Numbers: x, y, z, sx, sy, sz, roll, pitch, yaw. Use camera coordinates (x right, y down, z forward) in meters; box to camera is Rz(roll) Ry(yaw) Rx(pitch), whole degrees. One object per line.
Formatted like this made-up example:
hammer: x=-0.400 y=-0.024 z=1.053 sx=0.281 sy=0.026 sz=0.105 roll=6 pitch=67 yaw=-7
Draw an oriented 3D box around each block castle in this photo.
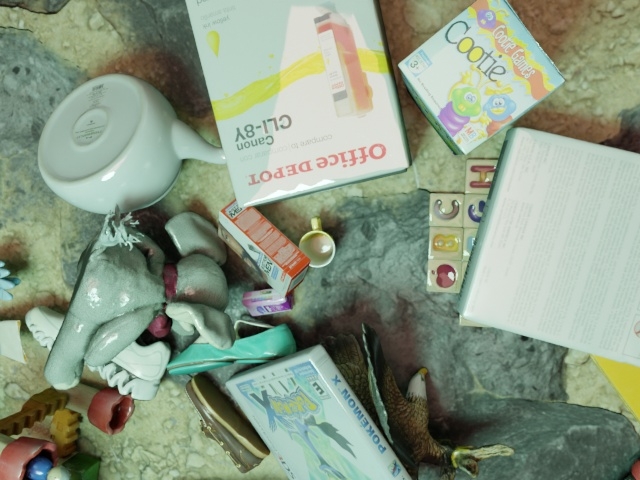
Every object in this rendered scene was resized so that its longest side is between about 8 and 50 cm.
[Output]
block castle: x=-0.494 y=0.510 z=1.026 sx=0.212 sy=0.303 sz=0.453 roll=15 pitch=100 yaw=15

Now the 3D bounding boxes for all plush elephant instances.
plush elephant: x=-0.276 y=0.089 z=0.961 sx=0.255 sy=0.272 sz=0.330 roll=20 pitch=135 yaw=-25

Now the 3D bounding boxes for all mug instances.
mug: x=0.002 y=0.003 z=0.977 sx=0.062 sy=0.064 sz=0.078 roll=25 pitch=101 yaw=6

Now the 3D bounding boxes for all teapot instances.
teapot: x=-0.334 y=-0.141 z=0.966 sx=0.256 sy=0.187 sz=0.252 roll=36 pitch=84 yaw=30

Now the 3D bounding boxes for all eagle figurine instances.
eagle figurine: x=0.120 y=0.287 z=0.937 sx=0.298 sy=0.225 sz=0.226 roll=35 pitch=111 yaw=-9

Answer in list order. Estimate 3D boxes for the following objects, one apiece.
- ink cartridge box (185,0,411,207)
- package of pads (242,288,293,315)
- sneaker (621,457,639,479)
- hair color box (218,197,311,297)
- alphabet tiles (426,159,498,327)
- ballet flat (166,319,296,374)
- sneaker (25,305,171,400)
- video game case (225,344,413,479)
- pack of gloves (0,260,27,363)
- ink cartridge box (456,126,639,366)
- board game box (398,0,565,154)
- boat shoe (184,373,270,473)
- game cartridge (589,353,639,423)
ink cartridge box: x=-0.027 y=-0.266 z=0.893 sx=0.279 sy=0.160 sz=0.385 roll=-12 pitch=96 yaw=12
package of pads: x=-0.094 y=0.110 z=1.018 sx=0.083 sy=0.050 sz=0.032 roll=-10 pitch=58 yaw=12
sneaker: x=0.580 y=0.494 z=0.926 sx=0.135 sy=0.097 sz=0.276 roll=-42 pitch=87 yaw=13
hair color box: x=-0.099 y=0.012 z=0.967 sx=0.167 sy=0.093 sz=0.053 roll=43 pitch=63 yaw=12
alphabet tiles: x=0.352 y=0.011 z=0.941 sx=0.342 sy=0.011 sz=0.285 roll=2 pitch=99 yaw=10
ballet flat: x=-0.163 y=0.192 z=1.038 sx=0.247 sy=0.083 sz=0.087 roll=-9 pitch=72 yaw=12
sneaker: x=-0.416 y=0.187 z=1.073 sx=0.292 sy=0.110 sz=0.118 roll=26 pitch=85 yaw=6
video game case: x=-0.008 y=0.331 z=0.940 sx=0.300 sy=0.036 sz=0.329 roll=56 pitch=143 yaw=-1
pack of gloves: x=-0.629 y=0.128 z=1.104 sx=0.232 sy=0.046 sz=0.195 roll=-1 pitch=101 yaw=38
ink cartridge box: x=0.440 y=0.019 z=0.878 sx=0.385 sy=0.091 sz=0.308 roll=15 pitch=98 yaw=6
board game box: x=0.212 y=-0.217 z=0.798 sx=0.142 sy=0.275 sz=0.144 roll=-37 pitch=90 yaw=13
boat shoe: x=-0.187 y=0.347 z=1.058 sx=0.073 sy=0.073 sz=0.207 roll=-41 pitch=89 yaw=11
game cartridge: x=0.645 y=0.199 z=0.898 sx=0.323 sy=0.052 sz=0.285 roll=-36 pitch=90 yaw=11
